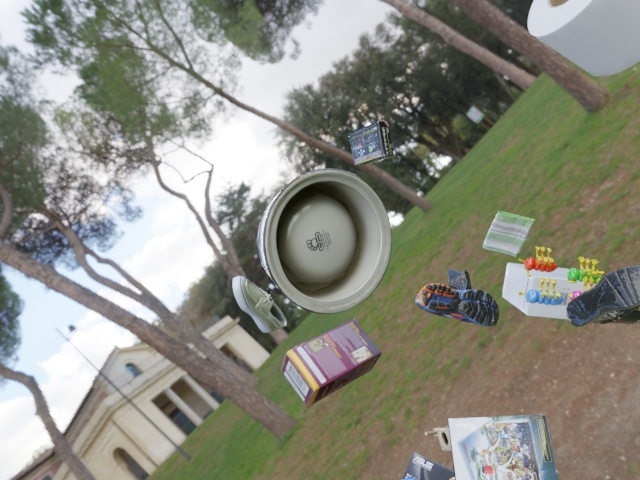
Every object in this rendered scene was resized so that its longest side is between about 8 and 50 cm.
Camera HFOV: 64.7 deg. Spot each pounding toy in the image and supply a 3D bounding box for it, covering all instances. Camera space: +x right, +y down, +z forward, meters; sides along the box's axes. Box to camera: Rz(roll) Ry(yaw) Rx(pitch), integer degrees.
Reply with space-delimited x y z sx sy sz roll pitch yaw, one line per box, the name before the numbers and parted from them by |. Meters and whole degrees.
pounding toy | 0.503 0.772 1.967 0.181 0.094 0.206 -10 -20 -14

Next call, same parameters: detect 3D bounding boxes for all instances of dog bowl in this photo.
dog bowl | 0.000 0.000 1.470 0.408 0.408 0.150 -46 21 -19

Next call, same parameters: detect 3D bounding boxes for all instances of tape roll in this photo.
tape roll | 0.554 -0.468 0.980 0.246 0.169 0.246 -57 17 29

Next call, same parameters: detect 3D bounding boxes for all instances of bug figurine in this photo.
bug figurine | 0.641 0.111 1.346 0.279 0.216 0.072 -50 -37 -59

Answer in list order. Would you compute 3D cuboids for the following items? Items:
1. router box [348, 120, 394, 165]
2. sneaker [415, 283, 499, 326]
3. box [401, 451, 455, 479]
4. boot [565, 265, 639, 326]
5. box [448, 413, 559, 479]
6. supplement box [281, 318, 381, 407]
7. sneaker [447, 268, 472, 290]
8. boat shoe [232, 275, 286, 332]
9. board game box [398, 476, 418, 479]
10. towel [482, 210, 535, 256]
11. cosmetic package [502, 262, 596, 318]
router box | 0.132 -0.251 1.323 0.038 0.092 0.122 -9 0 -36
sneaker | 0.328 0.154 1.216 0.087 0.221 0.083 139 147 -71
box | 0.364 0.832 1.616 0.270 0.060 0.216 1 58 56
boot | 0.700 0.129 1.135 0.179 0.085 0.236 4 -31 -23
box | 0.302 0.407 0.817 0.044 0.159 0.233 67 -160 -61
supplement box | 0.024 0.261 1.092 0.188 0.104 0.080 -19 -35 -34
sneaker | 0.557 0.181 2.035 0.089 0.051 0.170 -29 40 36
boat shoe | -0.215 0.223 1.813 0.094 0.109 0.302 -16 -44 13
board game box | 0.288 0.783 1.516 0.145 0.027 0.281 -7 -4 -21
towel | 0.569 -0.018 1.535 0.152 0.113 0.023 96 -170 -46
cosmetic package | 0.772 0.170 1.712 0.224 0.224 0.138 -91 7 -80
